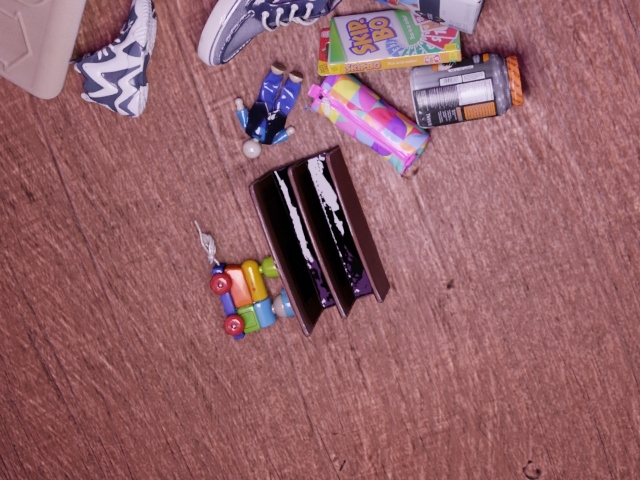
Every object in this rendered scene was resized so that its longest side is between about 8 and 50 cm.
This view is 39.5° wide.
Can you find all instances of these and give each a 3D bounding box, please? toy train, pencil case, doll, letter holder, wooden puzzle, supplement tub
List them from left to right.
[{"bbox_3d":[-0.614,-0.481,1.698,0.348,0.080,0.322,28,127,-1],"label":"wooden puzzle"},{"bbox_3d":[-0.146,0.059,1.766,0.143,0.105,0.248,-16,100,3],"label":"toy train"},{"bbox_3d":[-0.104,-0.244,1.710,0.129,0.046,0.189,23,112,-5],"label":"doll"},{"bbox_3d":[0.000,0.000,1.660,0.152,0.214,0.302,-18,99,14],"label":"letter holder"},{"bbox_3d":[0.088,-0.223,1.653,0.236,0.104,0.104,34,106,0],"label":"pencil case"},{"bbox_3d":[0.262,-0.272,1.600,0.190,0.117,0.117,-8,101,11],"label":"supplement tub"}]

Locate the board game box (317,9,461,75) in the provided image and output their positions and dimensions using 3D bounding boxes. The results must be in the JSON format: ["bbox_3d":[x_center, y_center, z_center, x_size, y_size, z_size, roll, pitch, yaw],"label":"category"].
[{"bbox_3d":[0.122,-0.363,1.609,0.259,0.124,0.039,-6,146,14],"label":"board game box"}]

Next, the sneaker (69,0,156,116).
[{"bbox_3d":[-0.405,-0.364,1.712,0.153,0.094,0.235,11,115,-1],"label":"sneaker"}]

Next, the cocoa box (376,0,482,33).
[{"bbox_3d":[0.207,-0.556,1.456,0.228,0.231,0.347,20,94,6],"label":"cocoa box"}]

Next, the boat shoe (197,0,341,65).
[{"bbox_3d":[-0.074,-0.428,1.617,0.158,0.127,0.340,40,106,8],"label":"boat shoe"}]
